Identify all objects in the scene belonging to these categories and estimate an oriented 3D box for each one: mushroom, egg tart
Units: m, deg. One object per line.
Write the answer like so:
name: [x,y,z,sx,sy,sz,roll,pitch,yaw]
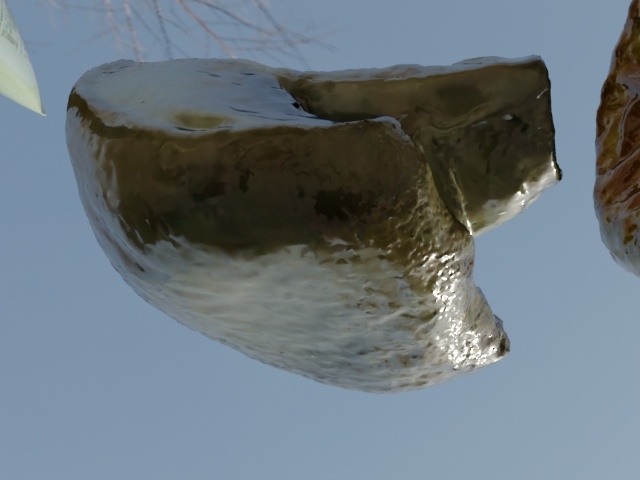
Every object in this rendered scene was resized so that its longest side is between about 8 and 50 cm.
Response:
mushroom: [-0.005,0.008,0.684,0.292,0.212,0.217,-2,-71,10]
egg tart: [0.234,-0.085,0.697,0.106,0.241,0.241,9,-89,-3]

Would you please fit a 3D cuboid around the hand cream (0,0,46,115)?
hand cream: [-0.242,-0.169,0.727,0.093,0.306,0.147,-30,-96,0]
